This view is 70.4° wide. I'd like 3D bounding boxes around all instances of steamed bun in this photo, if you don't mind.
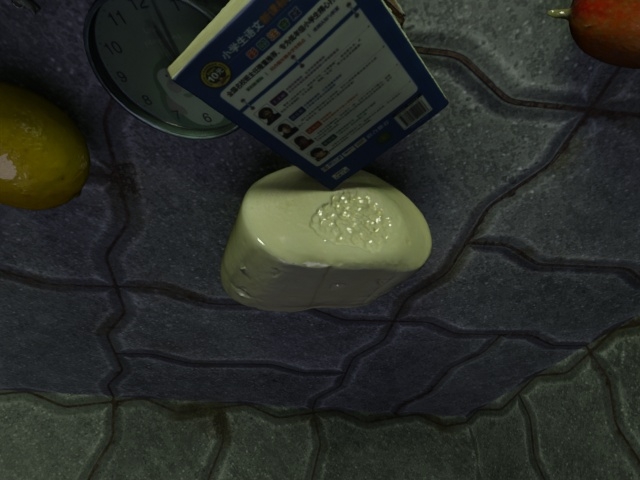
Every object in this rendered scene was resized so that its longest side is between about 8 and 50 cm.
[{"bbox_3d":[0.000,0.000,1.118,0.457,0.289,0.371,4,152,-20],"label":"steamed bun"}]

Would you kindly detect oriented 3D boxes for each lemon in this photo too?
[{"bbox_3d":[-0.592,-0.181,0.887,0.236,0.235,0.263,-6,134,2],"label":"lemon"}]

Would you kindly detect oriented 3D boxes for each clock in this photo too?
[{"bbox_3d":[-0.261,-0.319,0.825,0.319,0.066,0.318,8,144,6],"label":"clock"}]

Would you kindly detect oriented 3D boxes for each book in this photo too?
[{"bbox_3d":[0.012,-0.254,0.760,0.300,0.039,0.428,-34,146,20],"label":"book"}]

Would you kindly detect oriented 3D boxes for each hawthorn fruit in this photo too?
[{"bbox_3d":[0.526,-0.398,0.777,0.252,0.199,0.199,4,142,11],"label":"hawthorn fruit"}]

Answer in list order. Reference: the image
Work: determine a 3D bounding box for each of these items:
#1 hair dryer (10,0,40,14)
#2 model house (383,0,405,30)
[{"bbox_3d":[-0.594,-0.422,0.736,0.237,0.075,0.206,18,144,-36],"label":"hair dryer"},{"bbox_3d":[0.008,-0.380,0.765,0.245,0.169,0.326,-18,144,5],"label":"model house"}]
